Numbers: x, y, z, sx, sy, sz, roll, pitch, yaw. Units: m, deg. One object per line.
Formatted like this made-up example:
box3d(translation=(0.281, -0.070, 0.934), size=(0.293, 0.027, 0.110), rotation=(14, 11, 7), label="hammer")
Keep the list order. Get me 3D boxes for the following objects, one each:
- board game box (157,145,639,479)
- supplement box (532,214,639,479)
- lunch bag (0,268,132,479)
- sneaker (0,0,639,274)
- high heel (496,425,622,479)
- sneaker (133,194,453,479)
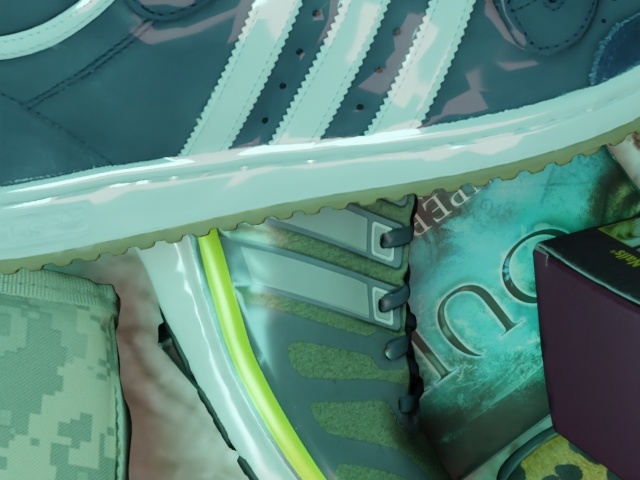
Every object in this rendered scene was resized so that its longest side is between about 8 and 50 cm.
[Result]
box3d(translation=(0.046, 0.029, 0.727), size=(0.186, 0.026, 0.126), rotation=(-37, 107, 7), label="board game box")
box3d(translation=(0.187, 0.028, 0.678), size=(0.188, 0.104, 0.080), rotation=(-14, 109, -16), label="supplement box")
box3d(translation=(-0.199, 0.133, 0.617), size=(0.287, 0.169, 0.235), rotation=(-1, 66, -4), label="lunch bag")
box3d(translation=(-0.008, -0.093, 0.533), size=(0.282, 0.099, 0.153), rotation=(-14, 119, -2), label="sneaker")
box3d(translation=(0.165, 0.189, 0.757), size=(0.261, 0.093, 0.186), rotation=(31, 102, -10), label="high heel")
box3d(translation=(0.000, 0.000, 0.648), size=(0.121, 0.111, 0.300), rotation=(-29, 96, 1), label="sneaker")
